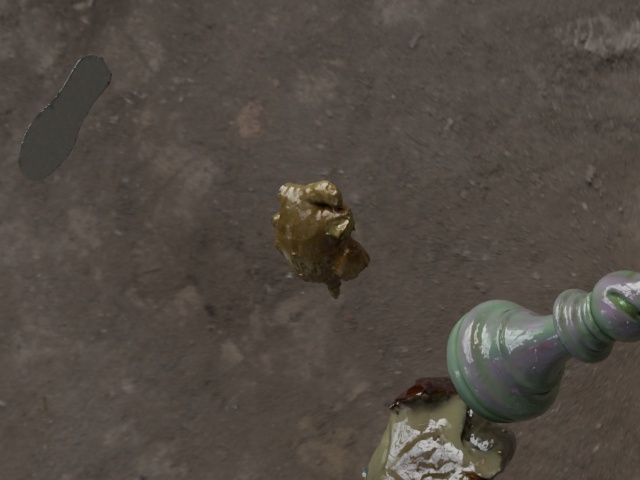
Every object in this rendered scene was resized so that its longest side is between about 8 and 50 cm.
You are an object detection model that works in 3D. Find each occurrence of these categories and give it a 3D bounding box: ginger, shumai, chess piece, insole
[{"bbox_3d":[0.000,0.000,1.520,0.157,0.102,0.216,-4,117,28],"label":"ginger"},{"bbox_3d":[0.129,0.231,1.086,0.201,0.201,0.120,-23,97,17],"label":"shumai"},{"bbox_3d":[0.258,0.093,0.954,0.272,0.139,0.139,-40,70,52],"label":"chess piece"},{"bbox_3d":[-0.356,-0.172,1.287,0.065,0.004,0.197,32,86,-22],"label":"insole"}]
